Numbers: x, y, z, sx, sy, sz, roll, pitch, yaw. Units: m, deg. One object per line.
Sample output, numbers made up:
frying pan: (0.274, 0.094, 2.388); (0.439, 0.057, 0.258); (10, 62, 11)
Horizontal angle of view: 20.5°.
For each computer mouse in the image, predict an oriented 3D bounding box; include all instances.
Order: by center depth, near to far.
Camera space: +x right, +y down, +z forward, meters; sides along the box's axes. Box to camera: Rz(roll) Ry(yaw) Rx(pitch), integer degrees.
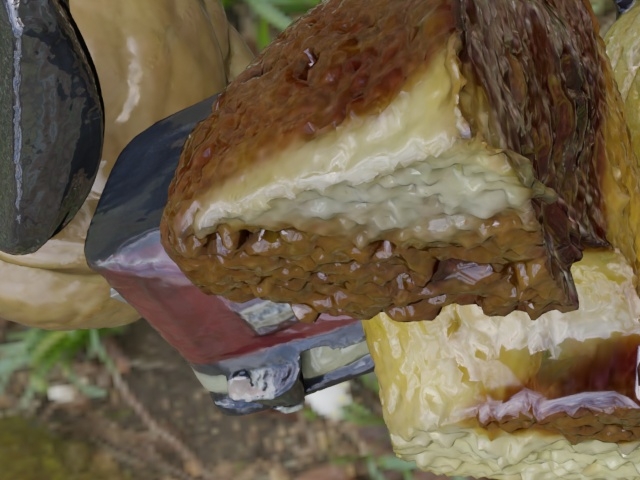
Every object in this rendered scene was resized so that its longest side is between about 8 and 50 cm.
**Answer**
computer mouse: (-0.200, -0.109, 1.225); (0.137, 0.086, 0.270); (49, 147, 36)

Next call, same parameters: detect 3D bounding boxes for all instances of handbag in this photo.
handbag: (0.000, 0.000, 1.080); (0.254, 0.181, 0.181); (-23, 33, 27)

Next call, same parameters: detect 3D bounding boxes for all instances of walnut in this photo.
walnut: (-0.219, -0.103, 1.520); (0.383, 0.383, 0.384); (12, 105, 53)

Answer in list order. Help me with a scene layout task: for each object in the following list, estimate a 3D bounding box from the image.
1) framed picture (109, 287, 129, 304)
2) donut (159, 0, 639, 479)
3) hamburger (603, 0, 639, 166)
framed picture: (-0.061, 0.043, 1.272); (0.109, 0.149, 0.011); (-23, 55, 38)
donut: (0.037, -0.019, 0.547); (0.112, 0.295, 0.151); (-15, 63, 14)
hamburger: (0.304, -0.093, 1.348); (0.285, 0.134, 0.265); (-61, 37, 41)
